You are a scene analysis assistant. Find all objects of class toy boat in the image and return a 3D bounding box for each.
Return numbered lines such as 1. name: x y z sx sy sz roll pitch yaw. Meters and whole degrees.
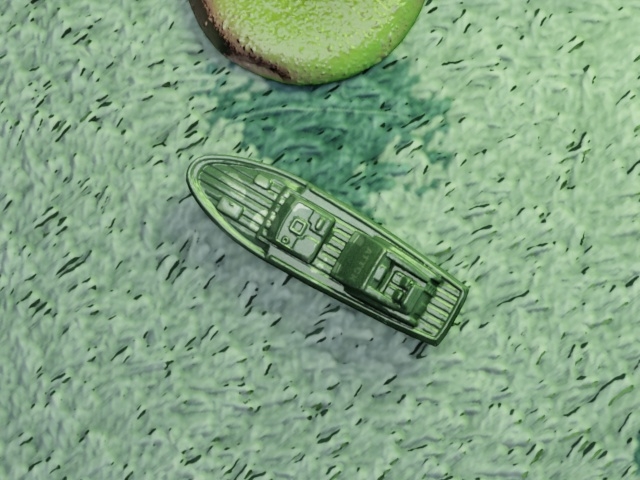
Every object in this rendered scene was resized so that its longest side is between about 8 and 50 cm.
1. toy boat: 0.000 0.000 0.913 0.261 0.085 0.078 30 88 7

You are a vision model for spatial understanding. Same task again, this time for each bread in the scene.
1. bread: -0.014 -0.250 0.967 0.229 0.033 0.228 0 85 4
